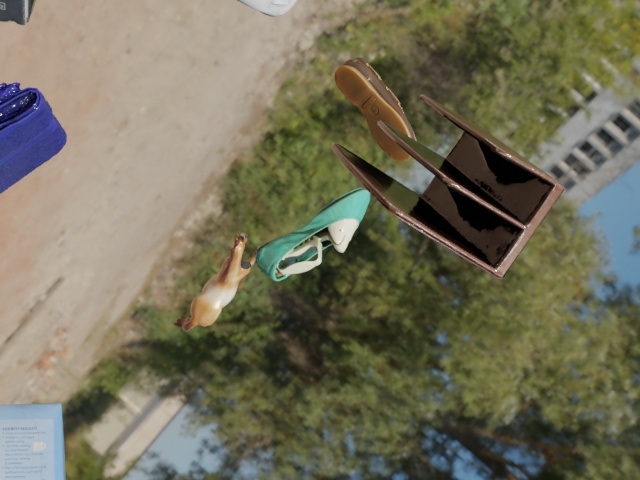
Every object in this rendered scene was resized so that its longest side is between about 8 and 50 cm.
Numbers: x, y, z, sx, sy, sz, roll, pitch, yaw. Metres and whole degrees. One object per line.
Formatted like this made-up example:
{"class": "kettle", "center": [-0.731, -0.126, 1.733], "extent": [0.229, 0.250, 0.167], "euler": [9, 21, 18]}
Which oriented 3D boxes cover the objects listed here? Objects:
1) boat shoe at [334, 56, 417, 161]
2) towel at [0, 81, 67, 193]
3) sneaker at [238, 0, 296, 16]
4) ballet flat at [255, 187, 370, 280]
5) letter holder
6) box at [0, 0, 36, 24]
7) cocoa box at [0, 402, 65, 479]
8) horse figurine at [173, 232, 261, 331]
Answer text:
{"class": "boat shoe", "center": [0.111, -0.240, 1.788], "extent": [0.073, 0.207, 0.073], "euler": [-30, -173, 39]}
{"class": "towel", "center": [-0.518, -0.146, 1.562], "extent": [0.228, 0.076, 0.308], "euler": [-36, 179, -9]}
{"class": "sneaker", "center": [0.011, -0.322, 0.874], "extent": [0.366, 0.137, 0.210], "euler": [-15, 155, -33]}
{"class": "ballet flat", "center": [0.000, 0.000, 1.830], "extent": [0.247, 0.087, 0.083], "euler": [-31, 150, 4]}
{"class": "letter holder", "center": [0.160, -0.108, 1.408], "extent": [0.152, 0.214, 0.302], "euler": [-57, -156, 11]}
{"class": "box", "center": [-0.633, -0.624, 1.452], "extent": [0.480, 0.472, 0.297], "euler": [109, -12, -50]}
{"class": "cocoa box", "center": [-0.556, 0.396, 1.467], "extent": [0.231, 0.347, 0.228], "euler": [-107, -155, -44]}
{"class": "horse figurine", "center": [-0.196, 0.092, 1.941], "extent": [0.263, 0.066, 0.174], "euler": [-52, 180, 11]}
